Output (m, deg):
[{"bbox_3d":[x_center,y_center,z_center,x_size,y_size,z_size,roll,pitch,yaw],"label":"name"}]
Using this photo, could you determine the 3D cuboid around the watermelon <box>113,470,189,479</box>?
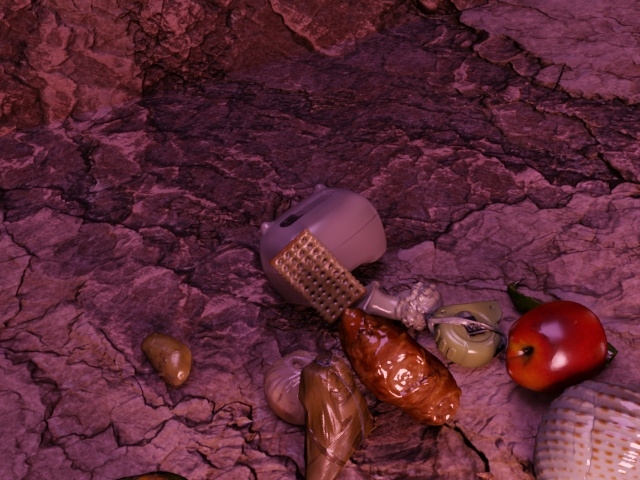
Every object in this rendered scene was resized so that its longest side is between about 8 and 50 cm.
[{"bbox_3d":[-0.357,0.602,1.724,0.269,0.269,0.269,-6,42,5],"label":"watermelon"}]

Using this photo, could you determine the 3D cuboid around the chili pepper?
[{"bbox_3d":[0.591,0.200,2.112,0.085,0.076,0.359,-44,47,1],"label":"chili pepper"}]

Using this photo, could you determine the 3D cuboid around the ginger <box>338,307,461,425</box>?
[{"bbox_3d":[0.167,0.276,1.935,0.152,0.357,0.274,-46,41,5],"label":"ginger"}]

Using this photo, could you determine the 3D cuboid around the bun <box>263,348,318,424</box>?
[{"bbox_3d":[-0.042,0.342,2.037,0.178,0.128,0.193,27,51,36],"label":"bun"}]

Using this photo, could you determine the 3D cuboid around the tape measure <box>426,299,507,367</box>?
[{"bbox_3d":[0.368,0.227,2.081,0.200,0.106,0.175,0,46,-18],"label":"tape measure"}]

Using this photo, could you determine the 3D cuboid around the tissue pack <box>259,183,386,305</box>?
[{"bbox_3d":[0.000,0.000,2.290,0.333,0.236,0.229,-38,23,-27],"label":"tissue pack"}]

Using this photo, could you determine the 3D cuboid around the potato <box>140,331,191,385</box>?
[{"bbox_3d":[-0.400,0.303,2.188,0.188,0.085,0.105,27,76,39],"label":"potato"}]

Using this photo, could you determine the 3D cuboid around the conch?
[{"bbox_3d":[0.596,0.414,1.772,0.319,0.215,0.303,-38,38,-29],"label":"conch"}]

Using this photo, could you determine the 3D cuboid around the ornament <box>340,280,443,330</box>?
[{"bbox_3d":[0.178,0.170,2.187,0.285,0.120,0.130,-3,47,11],"label":"ornament"}]

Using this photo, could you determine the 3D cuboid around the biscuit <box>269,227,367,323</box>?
[{"bbox_3d":[-0.006,0.094,2.143,0.139,0.231,0.016,-43,8,3],"label":"biscuit"}]

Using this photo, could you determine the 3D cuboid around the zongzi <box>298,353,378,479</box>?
[{"bbox_3d":[-0.004,0.415,1.860,0.125,0.251,0.274,6,43,41],"label":"zongzi"}]

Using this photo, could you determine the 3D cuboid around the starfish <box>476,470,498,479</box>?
[{"bbox_3d":[0.381,0.614,1.698,0.299,0.060,0.302,-33,52,-15],"label":"starfish"}]

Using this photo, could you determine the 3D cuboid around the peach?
[{"bbox_3d":[0.547,0.254,1.939,0.243,0.243,0.199,-19,47,-9],"label":"peach"}]
